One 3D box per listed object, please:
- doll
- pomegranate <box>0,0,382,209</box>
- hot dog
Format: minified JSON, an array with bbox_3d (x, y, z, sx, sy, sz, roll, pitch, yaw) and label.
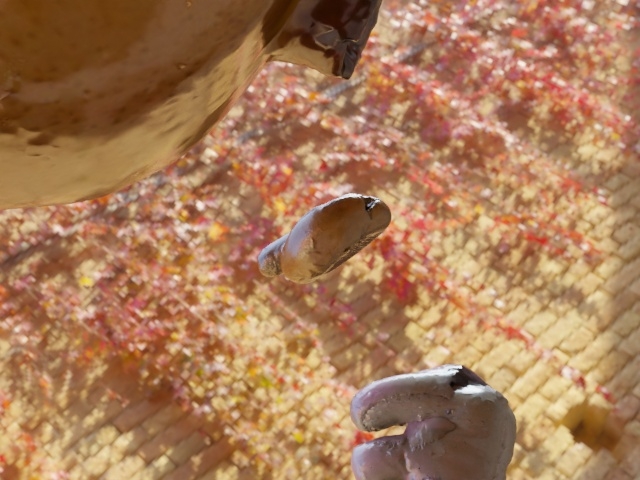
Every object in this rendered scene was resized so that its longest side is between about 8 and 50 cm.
[{"bbox_3d":[0.083,0.179,0.651,0.149,0.095,0.192,25,-116,-41],"label":"doll"},{"bbox_3d":[-0.130,-0.208,0.454,0.417,0.417,0.416,-32,-39,-31],"label":"pomegranate"},{"bbox_3d":[0.001,-0.001,0.920,0.090,0.060,0.140,-22,-18,-47],"label":"hot dog"}]
